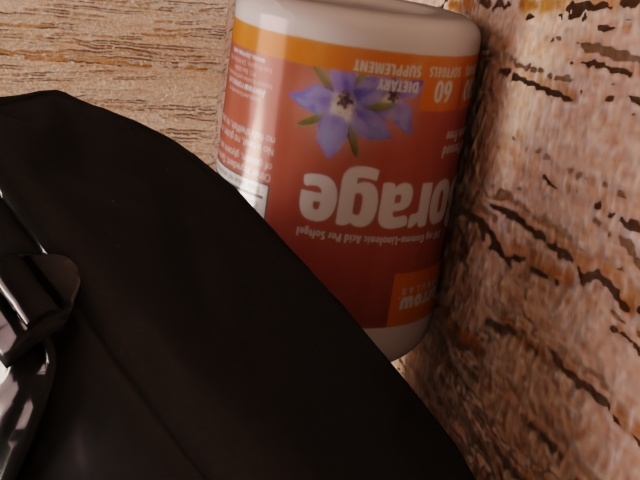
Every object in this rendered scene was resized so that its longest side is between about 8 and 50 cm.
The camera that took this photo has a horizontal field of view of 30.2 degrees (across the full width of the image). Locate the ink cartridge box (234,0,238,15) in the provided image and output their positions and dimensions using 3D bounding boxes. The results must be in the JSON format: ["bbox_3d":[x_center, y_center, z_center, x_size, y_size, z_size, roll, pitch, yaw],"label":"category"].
[{"bbox_3d":[-0.019,-0.316,1.053,0.218,0.092,0.158,108,165,-47],"label":"ink cartridge box"}]

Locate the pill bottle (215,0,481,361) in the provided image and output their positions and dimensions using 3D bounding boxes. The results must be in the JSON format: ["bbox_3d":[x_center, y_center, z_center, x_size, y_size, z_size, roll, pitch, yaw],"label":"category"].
[{"bbox_3d":[0.005,-0.013,0.598,0.121,0.121,0.216,-111,27,-71],"label":"pill bottle"}]

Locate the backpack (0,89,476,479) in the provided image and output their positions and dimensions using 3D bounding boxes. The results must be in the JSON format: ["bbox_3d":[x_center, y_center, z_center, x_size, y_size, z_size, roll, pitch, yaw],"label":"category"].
[{"bbox_3d":[-0.111,0.146,0.529,0.355,0.290,0.273,-46,-12,23],"label":"backpack"}]
